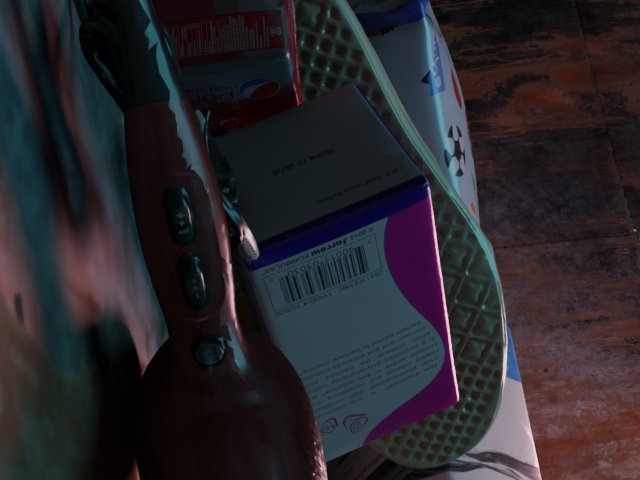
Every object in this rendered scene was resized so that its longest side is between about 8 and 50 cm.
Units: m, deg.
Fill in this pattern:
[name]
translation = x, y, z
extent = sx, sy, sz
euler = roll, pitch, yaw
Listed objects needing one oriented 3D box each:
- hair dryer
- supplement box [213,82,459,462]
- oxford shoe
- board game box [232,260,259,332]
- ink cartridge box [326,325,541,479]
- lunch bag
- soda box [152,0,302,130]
[hair dryer]
translation = -0.060, 0.028, 0.401
extent = 0.223, 0.080, 0.293
euler = 73, -4, -65
[supplement box]
translation = 0.010, 0.029, 0.642
extent = 0.220, 0.111, 0.114
euler = 76, -11, -45
[oxford shoe]
translation = 0.028, -0.020, 0.805
extent = 0.130, 0.169, 0.449
euler = -119, -177, -74
[board game box]
translation = -0.052, 0.119, 0.772
extent = 0.124, 0.039, 0.259
euler = 73, 8, -73
[ink cartridge box]
translation = 0.114, 0.309, 1.221
extent = 0.285, 0.166, 0.394
euler = -43, -143, 36
[lunch bag]
translation = 0.037, -0.110, 1.049
extent = 0.385, 0.239, 0.327
euler = -75, 155, -65
[soda box]
translation = -0.064, -0.206, 0.638
extent = 0.092, 0.084, 0.263
euler = 77, 8, -70
